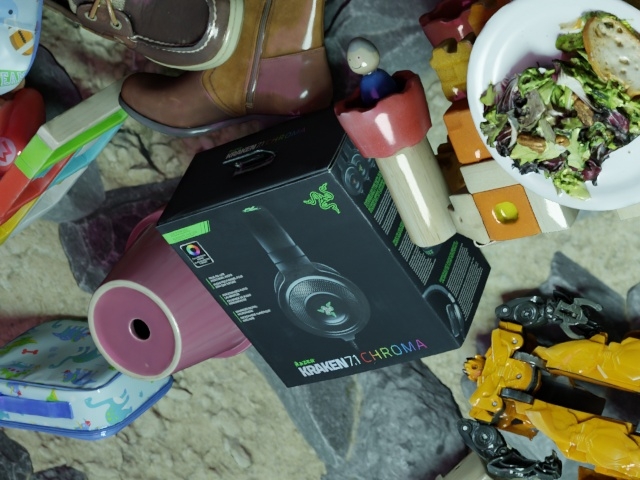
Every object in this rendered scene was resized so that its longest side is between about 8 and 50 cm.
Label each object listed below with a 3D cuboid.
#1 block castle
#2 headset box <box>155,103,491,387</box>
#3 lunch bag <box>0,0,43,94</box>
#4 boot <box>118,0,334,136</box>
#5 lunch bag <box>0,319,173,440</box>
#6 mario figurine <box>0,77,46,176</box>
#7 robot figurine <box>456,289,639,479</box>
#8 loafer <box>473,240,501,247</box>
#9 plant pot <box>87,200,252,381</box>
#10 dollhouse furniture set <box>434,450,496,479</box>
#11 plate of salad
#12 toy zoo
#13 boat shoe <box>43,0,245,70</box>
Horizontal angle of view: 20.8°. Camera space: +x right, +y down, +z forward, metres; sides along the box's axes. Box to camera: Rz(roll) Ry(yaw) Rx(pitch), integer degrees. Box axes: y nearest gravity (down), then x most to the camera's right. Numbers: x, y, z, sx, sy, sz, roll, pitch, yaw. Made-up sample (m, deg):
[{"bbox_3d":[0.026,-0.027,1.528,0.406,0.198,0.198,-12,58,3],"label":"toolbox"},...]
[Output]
[{"bbox_3d":[0.258,-0.175,1.584,0.453,0.303,0.213,-11,113,35],"label":"block castle"},{"bbox_3d":[0.000,0.000,1.881,0.246,0.131,0.283,-15,124,35],"label":"headset box"},{"bbox_3d":[-0.398,-0.291,1.906,0.243,0.115,0.303,-5,78,53],"label":"lunch bag"},{"bbox_3d":[-0.106,-0.248,1.894,0.264,0.096,0.280,14,118,28],"label":"boot"},{"bbox_3d":[-0.311,0.174,2.177,0.219,0.176,0.090,3,115,29],"label":"lunch bag"},{"bbox_3d":[-0.463,-0.199,2.077,0.320,0.170,0.198,45,162,13],"label":"mario figurine"},{"bbox_3d":[0.285,0.171,1.837,0.291,0.085,0.211,14,77,32],"label":"robot figurine"},{"bbox_3d":[0.212,-0.028,1.847,0.045,0.039,0.125,51,128,0],"label":"loafer"},{"bbox_3d":[-0.169,0.067,2.036,0.201,0.180,0.201,14,119,26],"label":"plant pot"},{"bbox_3d":[0.259,0.457,1.945,0.174,0.303,0.355,-44,115,11],"label":"dollhouse furniture set"},{"bbox_3d":[0.208,-0.110,1.425,0.200,0.048,0.200,15,125,23],"label":"plate of salad"},{"bbox_3d":[-0.331,-0.071,2.054,0.030,0.192,0.293,47,127,2],"label":"toy zoo"},{"bbox_3d":[-0.221,-0.265,1.869,0.342,0.123,0.123,29,110,42],"label":"boat shoe"}]
